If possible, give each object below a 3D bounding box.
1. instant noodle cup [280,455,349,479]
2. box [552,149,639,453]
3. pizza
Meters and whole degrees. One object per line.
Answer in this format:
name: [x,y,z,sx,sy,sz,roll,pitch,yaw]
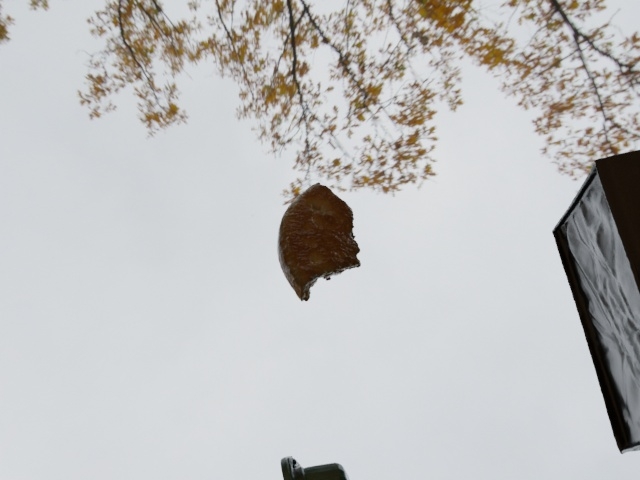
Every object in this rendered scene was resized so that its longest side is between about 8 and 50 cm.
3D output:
instant noodle cup: [0.011,0.311,0.805,0.070,0.179,0.157,-17,-112,-2]
box: [0.453,0.077,0.913,0.204,0.251,0.345,-11,-109,1]
pizza: [-0.006,-0.003,1.233,0.134,0.271,0.056,3,-47,-11]
